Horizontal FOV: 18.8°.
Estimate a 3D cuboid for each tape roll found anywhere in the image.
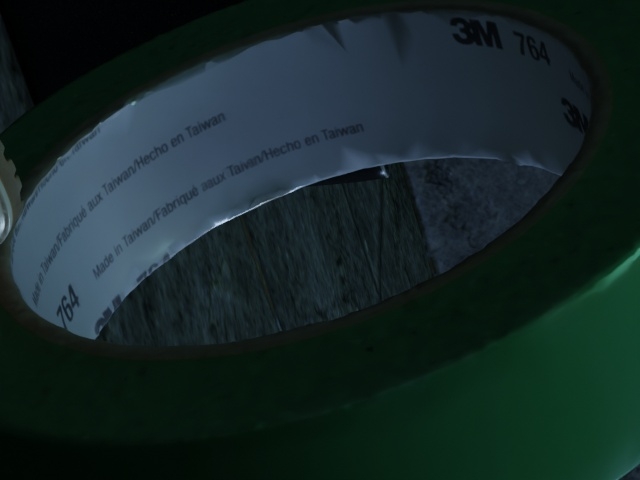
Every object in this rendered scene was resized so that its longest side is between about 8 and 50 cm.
[{"bbox_3d":[0.000,0.000,0.727,0.321,0.321,0.077,-90,163,-58],"label":"tape roll"}]

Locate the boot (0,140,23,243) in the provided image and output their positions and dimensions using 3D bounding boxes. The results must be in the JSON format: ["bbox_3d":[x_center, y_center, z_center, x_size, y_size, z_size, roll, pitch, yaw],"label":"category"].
[{"bbox_3d":[-0.162,-0.038,0.653,0.158,0.059,0.084,59,35,-30],"label":"boot"}]

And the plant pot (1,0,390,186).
[{"bbox_3d":[-0.066,-0.128,1.011,0.188,0.167,0.187,-80,154,-67],"label":"plant pot"}]
